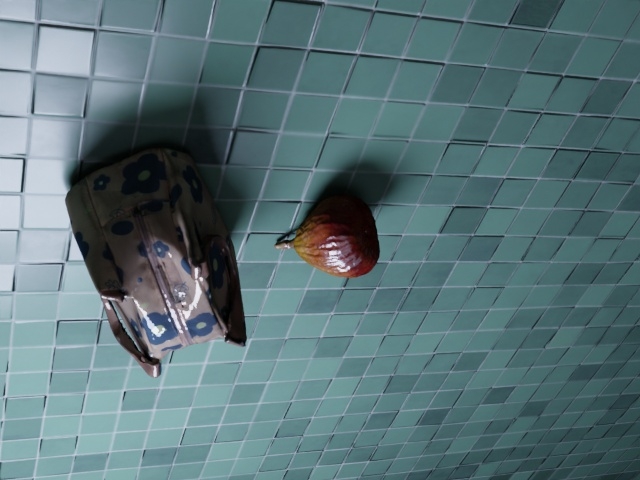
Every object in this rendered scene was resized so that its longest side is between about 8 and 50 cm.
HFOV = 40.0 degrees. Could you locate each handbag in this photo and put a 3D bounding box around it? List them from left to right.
[{"bbox_3d":[-0.203,0.036,1.128,0.190,0.193,0.251,-22,141,-5],"label":"handbag"}]

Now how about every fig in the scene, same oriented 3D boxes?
[{"bbox_3d":[0.007,-0.005,1.240,0.153,0.119,0.119,-2,138,1],"label":"fig"}]
